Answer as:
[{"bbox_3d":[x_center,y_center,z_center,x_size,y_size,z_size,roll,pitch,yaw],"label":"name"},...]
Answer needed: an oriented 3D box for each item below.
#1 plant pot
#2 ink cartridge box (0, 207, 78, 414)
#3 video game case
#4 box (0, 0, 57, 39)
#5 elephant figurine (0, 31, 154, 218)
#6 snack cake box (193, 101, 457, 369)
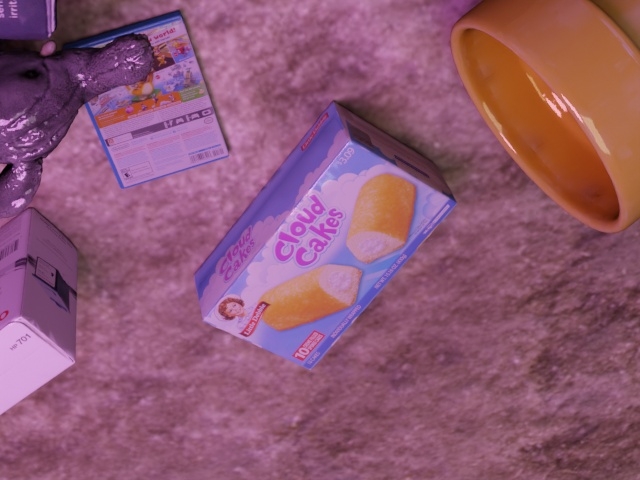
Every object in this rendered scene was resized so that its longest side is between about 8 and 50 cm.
[{"bbox_3d":[0.292,-0.177,1.022,0.239,0.254,0.254,-39,126,-5],"label":"plant pot"},{"bbox_3d":[-0.321,0.077,1.074,0.139,0.191,0.082,-34,126,12],"label":"ink cartridge box"},{"bbox_3d":[-0.171,-0.136,1.067,0.119,0.015,0.166,-17,127,0],"label":"video game case"},{"bbox_3d":[-0.383,-0.292,0.729,0.395,0.293,0.212,-1,125,-12],"label":"box"},{"bbox_3d":[-0.275,-0.109,0.903,0.169,0.239,0.186,5,104,-37],"label":"elephant figurine"},{"bbox_3d":[0.000,0.000,1.160,0.152,0.089,0.264,27,115,-29],"label":"snack cake box"}]
